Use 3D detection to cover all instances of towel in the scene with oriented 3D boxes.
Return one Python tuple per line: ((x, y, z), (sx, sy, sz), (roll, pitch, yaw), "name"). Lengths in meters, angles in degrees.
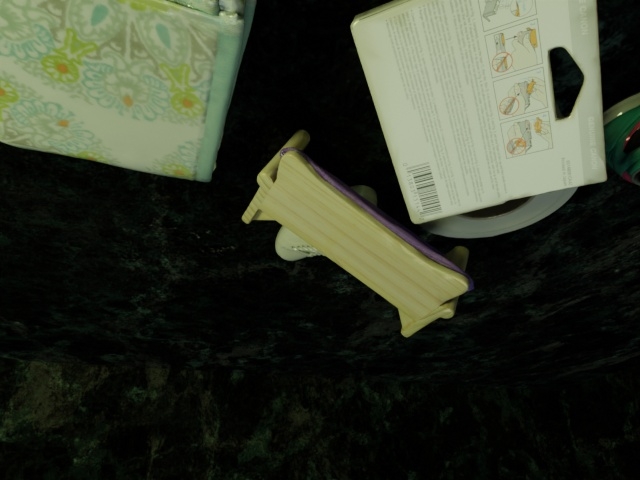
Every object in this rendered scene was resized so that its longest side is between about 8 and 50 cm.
((-0.273, -0.223, 0.591), (0.320, 0.090, 0.374), (12, 149, -16), "towel")

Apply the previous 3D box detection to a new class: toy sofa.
((0.073, -0.025, 0.733), (0.362, 0.150, 0.177), (35, 136, -4), "toy sofa")

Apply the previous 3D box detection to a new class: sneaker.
((0.553, -0.170, 0.636), (0.123, 0.179, 0.295), (20, 143, -31), "sneaker")
((0.000, 0.000, 0.946), (0.105, 0.123, 0.290), (20, 144, -35), "sneaker")

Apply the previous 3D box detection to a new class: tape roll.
((0.290, -0.117, 0.788), (0.286, 0.100, 0.286), (-1, 149, 0), "tape roll")

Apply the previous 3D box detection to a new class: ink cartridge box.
((0.209, -0.182, 0.589), (0.261, 0.066, 0.296), (-12, 121, 19), "ink cartridge box")
